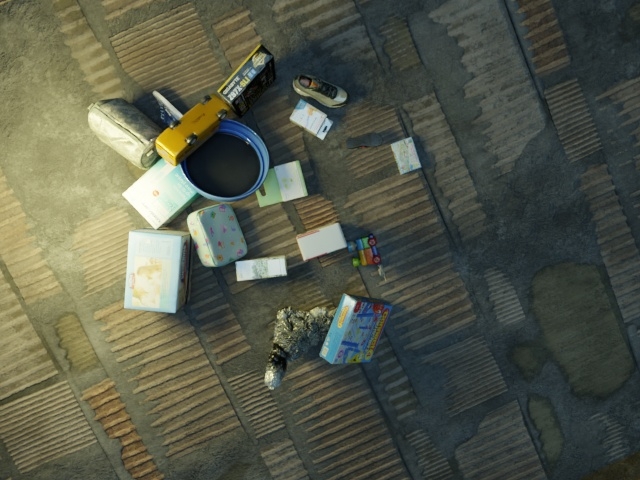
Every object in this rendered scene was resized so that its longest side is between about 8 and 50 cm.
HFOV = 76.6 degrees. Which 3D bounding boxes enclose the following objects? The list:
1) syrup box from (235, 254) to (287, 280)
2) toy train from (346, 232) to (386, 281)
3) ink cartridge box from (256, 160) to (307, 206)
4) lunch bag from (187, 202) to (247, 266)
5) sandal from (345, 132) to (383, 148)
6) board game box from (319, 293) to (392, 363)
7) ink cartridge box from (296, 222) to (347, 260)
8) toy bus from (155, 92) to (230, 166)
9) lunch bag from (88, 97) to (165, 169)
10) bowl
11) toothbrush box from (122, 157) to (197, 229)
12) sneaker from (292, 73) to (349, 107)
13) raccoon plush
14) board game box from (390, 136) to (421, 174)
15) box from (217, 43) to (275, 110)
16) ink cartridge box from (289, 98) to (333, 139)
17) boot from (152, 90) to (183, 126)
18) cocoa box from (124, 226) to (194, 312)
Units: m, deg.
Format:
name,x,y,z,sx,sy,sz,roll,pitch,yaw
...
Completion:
name,x,y,z,sx,sy,sz,roll,pitch,yaw
syrup box,-0.278,0.129,1.924,0.237,0.096,0.093,-6,94,-2
toy train,0.221,0.101,1.955,0.144,0.105,0.247,-14,97,8
ink cartridge box,-0.194,-0.265,1.913,0.235,0.056,0.171,-15,97,-4
lunch bag,-0.463,-0.021,1.850,0.108,0.224,0.279,-10,102,41
sandal,0.208,-0.471,1.928,0.179,0.040,0.067,-5,91,11
board game box,0.172,0.417,1.895,0.302,0.086,0.308,16,97,-47
ink cartridge box,0.000,0.000,1.842,0.197,0.273,0.114,-19,93,-1
toy bus,-0.527,-0.466,1.697,0.108,0.130,0.332,40,66,-1
lunch bag,-0.818,-0.458,1.754,0.305,0.256,0.212,38,93,-7
bowl,-0.427,-0.352,1.806,0.392,0.077,0.390,5,72,-16
toothbrush box,-0.701,-0.228,1.850,0.296,0.126,0.216,-40,96,2
sneaker,0.003,-0.687,1.856,0.272,0.108,0.100,17,93,-6
raccoon plush,-0.052,0.483,1.839,0.300,0.446,0.216,-1,139,10
board game box,0.411,-0.407,1.947,0.104,0.026,0.154,-20,96,-1
box,-0.303,-0.668,1.731,0.079,0.322,0.257,44,92,-8
ink cartridge box,-0.040,-0.562,1.887,0.181,0.061,0.104,29,93,-6
boot,-0.705,-0.585,1.841,0.190,0.069,0.086,43,89,-8
cocoa box,-0.721,0.127,1.831,0.232,0.228,0.346,6,95,-4
